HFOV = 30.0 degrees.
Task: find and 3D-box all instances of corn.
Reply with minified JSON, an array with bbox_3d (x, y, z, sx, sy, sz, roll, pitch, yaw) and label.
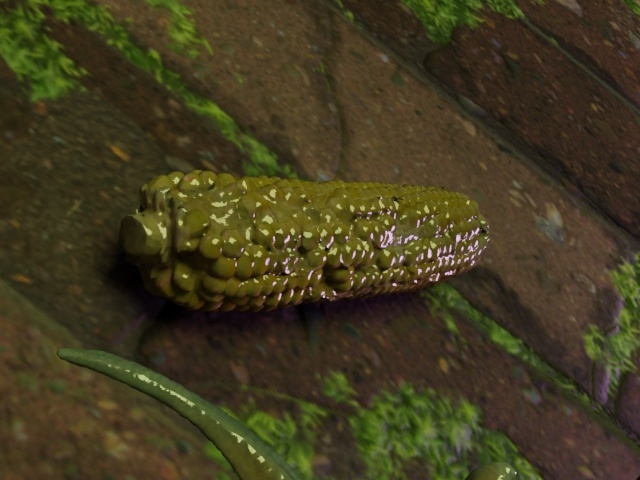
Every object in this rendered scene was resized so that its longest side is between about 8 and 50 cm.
[{"bbox_3d":[0.000,0.000,0.754,0.288,0.086,0.086,-2,54,-43],"label":"corn"}]

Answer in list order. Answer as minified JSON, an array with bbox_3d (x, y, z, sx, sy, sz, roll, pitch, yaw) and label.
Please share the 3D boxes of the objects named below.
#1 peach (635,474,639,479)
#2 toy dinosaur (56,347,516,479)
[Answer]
[{"bbox_3d":[0.211,0.242,0.635,0.159,0.154,0.267,33,28,-23],"label":"peach"},{"bbox_3d":[0.040,0.173,0.524,0.393,0.092,0.205,47,37,-4],"label":"toy dinosaur"}]
